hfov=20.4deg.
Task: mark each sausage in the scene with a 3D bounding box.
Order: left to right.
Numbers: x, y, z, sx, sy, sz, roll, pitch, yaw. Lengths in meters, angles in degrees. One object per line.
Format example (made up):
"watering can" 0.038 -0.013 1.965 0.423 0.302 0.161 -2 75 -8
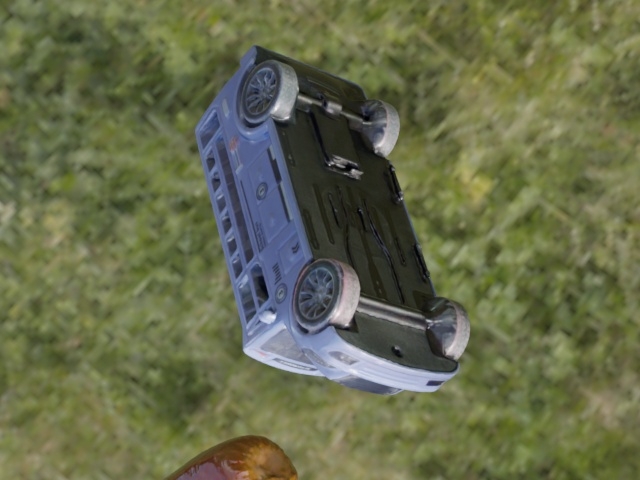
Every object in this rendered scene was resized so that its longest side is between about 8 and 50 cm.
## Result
"sausage" -0.128 0.256 1.615 0.300 0.089 0.083 -35 76 40

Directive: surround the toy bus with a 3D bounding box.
"toy bus" 0.000 0.000 0.749 0.073 0.167 0.076 19 131 -36
